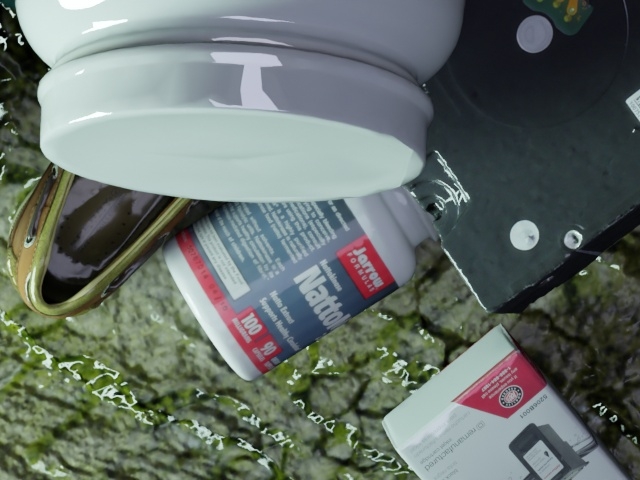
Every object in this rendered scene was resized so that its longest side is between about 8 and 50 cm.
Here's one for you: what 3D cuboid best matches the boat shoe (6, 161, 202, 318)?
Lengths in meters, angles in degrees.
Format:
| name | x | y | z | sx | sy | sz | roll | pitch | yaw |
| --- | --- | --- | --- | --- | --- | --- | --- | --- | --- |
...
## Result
| name | x | y | z | sx | sy | sz | roll | pitch | yaw |
| --- | --- | --- | --- | --- | --- | --- | --- | --- | --- |
| boat shoe | -0.087 | -0.080 | 1.129 | 0.111 | 0.104 | 0.307 | 29 | 98 | -13 |

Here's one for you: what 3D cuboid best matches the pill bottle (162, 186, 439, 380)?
| name | x | y | z | sx | sy | sz | roll | pitch | yaw |
| --- | --- | --- | --- | --- | --- | --- | --- | --- | --- |
| pill bottle | 0.000 | 0.000 | 1.162 | 0.180 | 0.108 | 0.108 | -33 | 107 | 1 |

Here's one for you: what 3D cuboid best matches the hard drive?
| name | x | y | z | sx | sy | sz | roll | pitch | yaw |
| --- | --- | --- | --- | --- | --- | --- | --- | --- | --- |
| hard drive | 0.172 | -0.147 | 1.042 | 0.339 | 0.064 | 0.237 | -39 | 73 | 19 |

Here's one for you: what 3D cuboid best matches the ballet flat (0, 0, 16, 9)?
| name | x | y | z | sx | sy | sz | roll | pitch | yaw |
| --- | --- | --- | --- | --- | --- | --- | --- | --- | --- |
| ballet flat | -0.237 | -0.212 | 1.093 | 0.213 | 0.072 | 0.068 | 27 | 69 | -17 |

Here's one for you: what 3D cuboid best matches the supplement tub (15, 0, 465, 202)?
| name | x | y | z | sx | sy | sz | roll | pitch | yaw |
| --- | --- | --- | --- | --- | --- | --- | --- | --- | --- |
| supplement tub | -0.040 | -0.203 | 0.979 | 0.241 | 0.241 | 0.331 | 4 | 78 | -10 |

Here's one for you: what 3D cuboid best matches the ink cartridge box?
| name | x | y | z | sx | sy | sz | roll | pitch | yaw |
| --- | --- | --- | --- | --- | --- | --- | --- | --- | --- |
| ink cartridge box | 0.133 | 0.152 | 1.248 | 0.109 | 0.063 | 0.150 | -40 | 107 | 3 |
